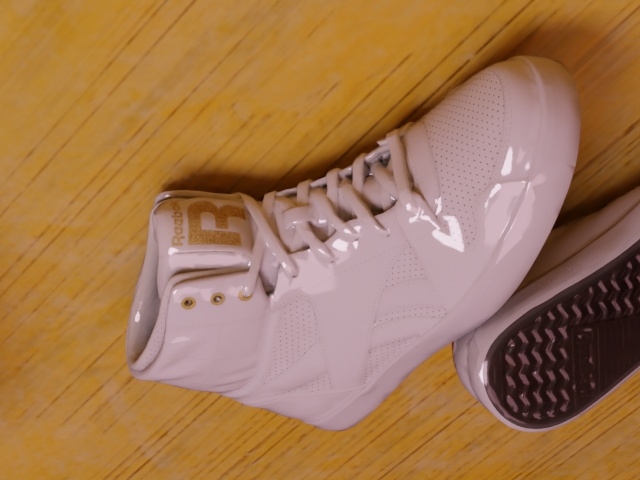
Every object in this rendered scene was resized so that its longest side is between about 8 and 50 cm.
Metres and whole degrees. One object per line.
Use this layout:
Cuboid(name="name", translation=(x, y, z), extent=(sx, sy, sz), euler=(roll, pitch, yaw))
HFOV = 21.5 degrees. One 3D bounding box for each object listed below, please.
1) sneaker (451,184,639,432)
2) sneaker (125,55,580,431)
Cuboid(name="sneaker", translation=(0.198, -0.001, 0.966), extent=(0.290, 0.123, 0.106), euler=(-27, 104, -6))
Cuboid(name="sneaker", translation=(0.000, 0.000, 0.905), extent=(0.169, 0.108, 0.292), euler=(14, 134, -27))
